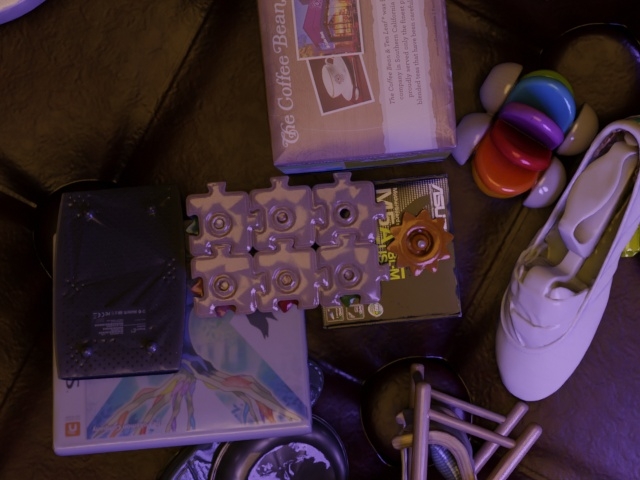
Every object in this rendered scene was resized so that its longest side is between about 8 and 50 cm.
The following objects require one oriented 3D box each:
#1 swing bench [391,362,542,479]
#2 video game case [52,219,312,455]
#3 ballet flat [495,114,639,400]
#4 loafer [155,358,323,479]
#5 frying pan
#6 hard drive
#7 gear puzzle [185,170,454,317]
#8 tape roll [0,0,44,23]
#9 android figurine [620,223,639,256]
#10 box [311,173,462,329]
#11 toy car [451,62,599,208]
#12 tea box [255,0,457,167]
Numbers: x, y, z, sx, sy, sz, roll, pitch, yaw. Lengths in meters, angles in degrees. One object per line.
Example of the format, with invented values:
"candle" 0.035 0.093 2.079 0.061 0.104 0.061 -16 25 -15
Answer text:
"swing bench" 0.150 0.306 1.760 0.165 0.253 0.255 20 91 3
"video game case" -0.183 0.116 1.830 0.329 0.036 0.300 -5 68 3
"ballet flat" 0.313 0.016 1.787 0.139 0.139 0.400 28 99 2
"loafer" -0.115 0.243 1.857 0.267 0.084 0.096 -43 114 -12
"frying pan" -0.073 0.376 1.837 0.197 0.053 0.326 23 89 -27
"hard drive" -0.253 0.056 1.813 0.172 0.054 0.255 -5 67 4
"gear puzzle" 0.000 0.000 1.798 0.339 0.044 0.175 -5 98 -3
"tape roll" -0.485 -0.469 1.854 0.392 0.072 0.392 0 88 -3
"android figurine" 0.493 -0.040 1.813 0.248 0.056 0.273 1 93 23
"box" 0.086 0.015 1.865 0.184 0.045 0.191 -5 91 5
"toy car" 0.261 -0.137 1.807 0.159 0.136 0.182 32 92 3
"tea box" 0.040 -0.254 1.725 0.220 0.323 0.329 -5 91 3
